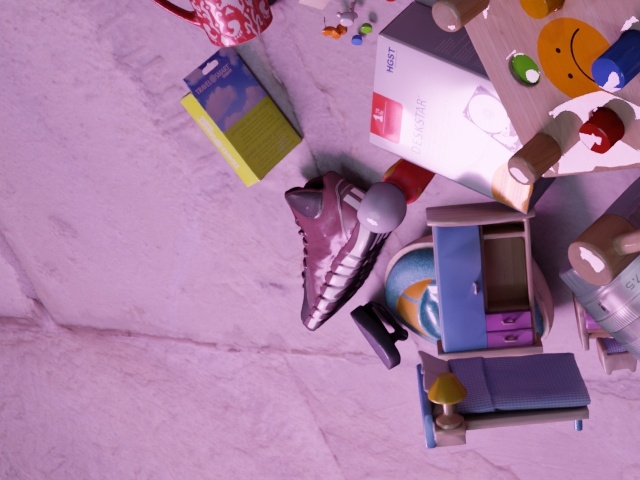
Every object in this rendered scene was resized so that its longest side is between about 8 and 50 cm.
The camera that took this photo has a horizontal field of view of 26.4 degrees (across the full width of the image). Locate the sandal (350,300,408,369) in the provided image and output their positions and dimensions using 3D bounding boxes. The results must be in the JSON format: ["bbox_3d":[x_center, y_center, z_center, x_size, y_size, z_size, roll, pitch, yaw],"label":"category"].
[{"bbox_3d":[0.089,0.123,1.993,0.097,0.054,0.254,55,-178,-6],"label":"sandal"}]

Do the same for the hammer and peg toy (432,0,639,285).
[{"bbox_3d":[0.289,-0.138,1.345,0.266,0.127,0.361,-5,119,53],"label":"hammer and peg toy"}]

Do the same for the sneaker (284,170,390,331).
[{"bbox_3d":[0.000,0.000,2.018,0.162,0.106,0.281,41,134,12],"label":"sneaker"}]

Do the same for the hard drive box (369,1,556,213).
[{"bbox_3d":[0.184,-0.164,1.678,0.232,0.089,0.181,26,140,22],"label":"hard drive box"}]

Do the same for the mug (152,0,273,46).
[{"bbox_3d":[-0.149,-0.348,1.788,0.150,0.113,0.169,-2,130,31],"label":"mug"}]

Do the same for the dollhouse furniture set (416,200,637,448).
[{"bbox_3d":[0.252,0.092,1.619,0.286,0.303,0.198,-5,110,4],"label":"dollhouse furniture set"}]

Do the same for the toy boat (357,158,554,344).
[{"bbox_3d":[0.158,0.034,1.849,0.267,0.148,0.318,-5,123,46],"label":"toy boat"}]

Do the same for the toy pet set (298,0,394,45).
[{"bbox_3d":[0.025,-0.317,1.719,0.114,0.065,0.122,14,152,-19],"label":"toy pet set"}]

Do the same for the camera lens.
[{"bbox_3d":[0.440,0.059,1.551,0.274,0.219,0.219,42,144,2],"label":"camera lens"}]

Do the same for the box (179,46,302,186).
[{"bbox_3d":[-0.117,-0.178,1.927,0.178,0.109,0.042,52,144,-12],"label":"box"}]
